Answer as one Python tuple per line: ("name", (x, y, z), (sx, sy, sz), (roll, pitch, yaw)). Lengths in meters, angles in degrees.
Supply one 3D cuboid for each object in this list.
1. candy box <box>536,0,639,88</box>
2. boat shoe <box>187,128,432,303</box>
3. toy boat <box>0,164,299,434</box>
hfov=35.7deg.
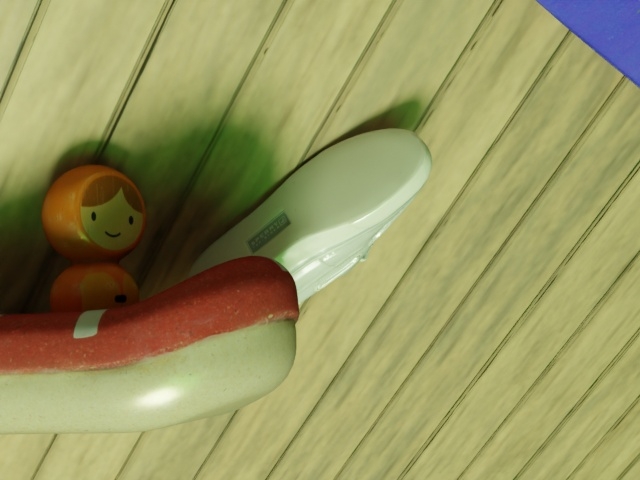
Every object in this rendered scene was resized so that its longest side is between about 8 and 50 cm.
("candy box", (0.290, -0.181, 0.548), (0.317, 0.122, 0.268), (26, 126, -36))
("boat shoe", (0.000, 0.000, 0.643), (0.184, 0.066, 0.063), (-40, 140, 11))
("toy boat", (-0.127, 0.031, 0.573), (0.231, 0.151, 0.151), (-4, 174, 13))
